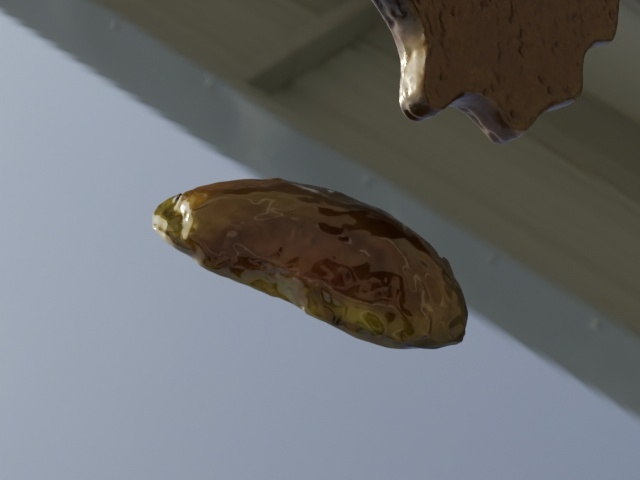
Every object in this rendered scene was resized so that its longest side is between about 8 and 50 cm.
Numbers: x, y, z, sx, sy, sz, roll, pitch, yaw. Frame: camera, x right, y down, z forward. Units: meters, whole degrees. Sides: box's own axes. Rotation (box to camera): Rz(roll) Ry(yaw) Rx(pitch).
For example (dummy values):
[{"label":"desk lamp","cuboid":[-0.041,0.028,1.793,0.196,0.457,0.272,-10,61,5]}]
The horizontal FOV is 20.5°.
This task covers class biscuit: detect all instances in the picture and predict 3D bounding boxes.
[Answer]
[{"label":"biscuit","cuboid":[0.086,-0.143,0.943,0.182,0.034,0.215,47,-127,-26]}]

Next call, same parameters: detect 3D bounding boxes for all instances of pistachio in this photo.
[{"label":"pistachio","cuboid":[0.000,0.000,0.895,0.173,0.049,0.089,24,-158,8]}]
